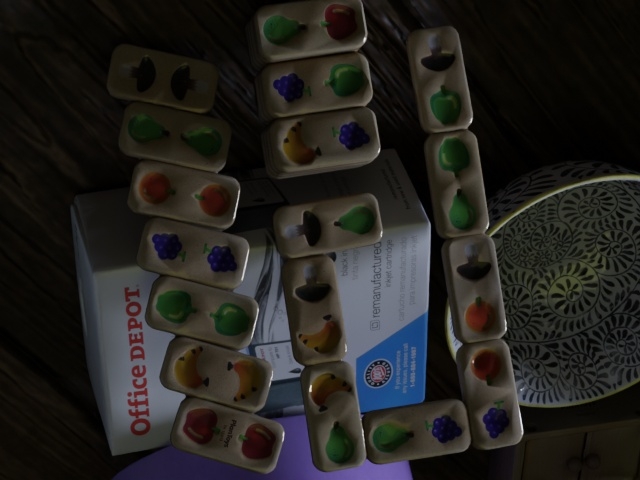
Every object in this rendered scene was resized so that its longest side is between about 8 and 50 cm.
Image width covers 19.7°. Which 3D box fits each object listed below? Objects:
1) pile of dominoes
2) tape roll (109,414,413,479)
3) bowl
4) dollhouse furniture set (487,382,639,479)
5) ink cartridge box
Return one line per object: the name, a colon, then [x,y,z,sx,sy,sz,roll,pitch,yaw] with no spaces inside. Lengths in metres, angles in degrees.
pile of dominoes: [0.000,0.000,0.978,0.196,0.040,0.251,-9,87,-11]
tape roll: [-0.033,0.174,1.117,0.189,0.080,0.189,-11,157,-4]
bowl: [0.145,0.010,1.100,0.170,0.080,0.170,-8,128,-10]
dollhouse furniture set: [0.188,0.229,1.172,0.212,0.242,0.161,-6,127,-12]
ink cartridge box: [-0.039,0.035,1.063,0.191,0.082,0.139,-10,128,-12]
